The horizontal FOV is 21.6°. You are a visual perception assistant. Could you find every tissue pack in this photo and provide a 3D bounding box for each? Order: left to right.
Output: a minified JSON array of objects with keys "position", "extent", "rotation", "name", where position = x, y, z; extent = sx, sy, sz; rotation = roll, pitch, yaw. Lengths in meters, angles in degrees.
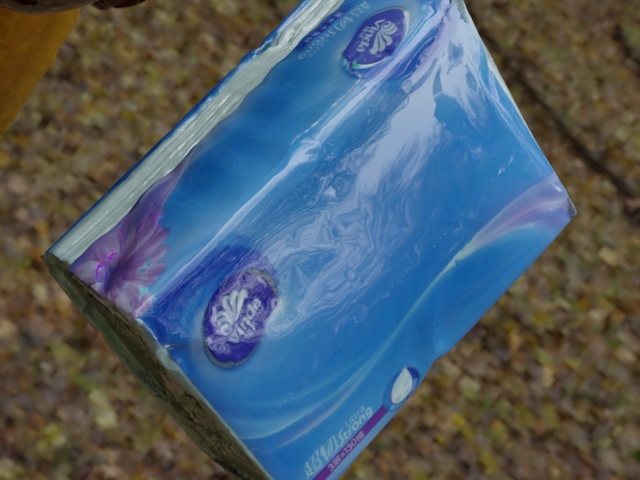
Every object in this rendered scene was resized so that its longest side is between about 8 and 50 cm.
[{"position":[0.000,0.000,1.002],"extent":[0.146,0.263,0.198],"rotation":[26,-24,52],"name":"tissue pack"}]

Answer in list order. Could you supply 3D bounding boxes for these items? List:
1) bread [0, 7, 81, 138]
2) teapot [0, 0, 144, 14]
[{"position":[-0.304,-0.218,1.354],"extent":[0.236,0.388,0.183],"rotation":[24,19,-9],"name":"bread"},{"position":[-0.126,-0.180,0.831],"extent":[0.135,0.178,0.252],"rotation":[53,-7,7],"name":"teapot"}]
